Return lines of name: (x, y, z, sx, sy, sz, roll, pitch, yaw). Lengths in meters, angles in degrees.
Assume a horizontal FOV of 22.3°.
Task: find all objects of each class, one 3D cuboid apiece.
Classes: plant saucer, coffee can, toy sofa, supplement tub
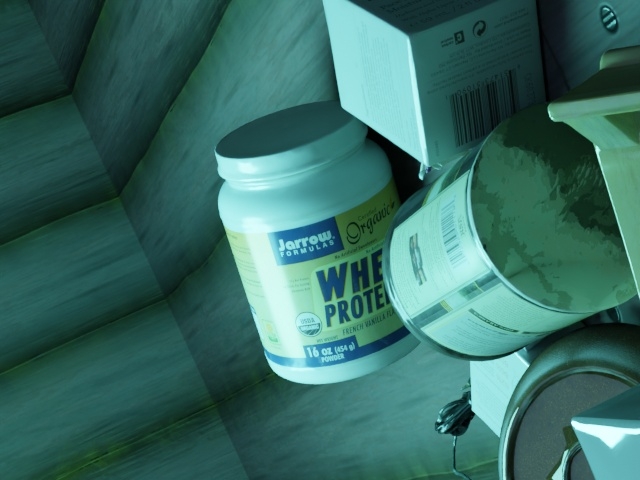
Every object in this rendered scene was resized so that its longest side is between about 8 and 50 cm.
plant saucer: (0.290, 0.239, 1.628, 0.310, 0.050, 0.311, 3, 94, 46)
coffee can: (0.196, -0.001, 1.598, 0.202, 0.201, 0.275, 64, 161, 6)
toy sofa: (0.339, 0.008, 1.354, 0.150, 0.177, 0.363, -4, 110, 44)
supplement tub: (0.000, 0.000, 2.087, 0.228, 0.228, 0.316, 26, 137, 62)

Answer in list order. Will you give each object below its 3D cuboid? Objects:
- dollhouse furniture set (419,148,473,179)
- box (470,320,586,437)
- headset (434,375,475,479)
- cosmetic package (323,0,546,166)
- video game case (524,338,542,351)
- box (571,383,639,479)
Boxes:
dollhouse furniture set: (0.137, -0.123, 1.797, 0.091, 0.081, 0.114, 55, 158, 29)
box: (0.240, 0.153, 1.830, 0.130, 0.091, 0.171, 46, 153, 43)
headset: (0.253, 0.340, 1.897, 0.243, 0.185, 0.394, 31, -158, -55)
cosmetic package: (0.115, -0.196, 1.660, 0.183, 0.151, 0.151, 39, 147, 51)
video game case: (0.223, 0.058, 1.777, 0.122, 0.087, 0.011, 47, 176, 44)
box: (0.377, 0.142, 1.054, 0.215, 0.345, 0.168, 67, 161, -3)
